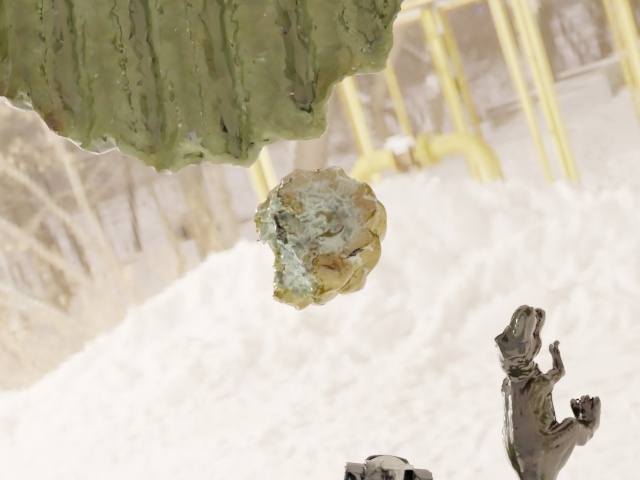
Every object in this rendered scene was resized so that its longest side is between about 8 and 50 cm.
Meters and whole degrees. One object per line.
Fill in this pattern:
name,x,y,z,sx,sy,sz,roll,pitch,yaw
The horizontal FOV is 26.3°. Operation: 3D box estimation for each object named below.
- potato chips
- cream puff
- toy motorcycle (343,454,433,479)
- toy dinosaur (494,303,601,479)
potato chips,-0.126,-0.248,0.924,0.358,0.429,0.070,-13,-8,5
cream puff,0.000,0.001,1.476,0.121,0.156,0.156,-17,6,-32
toy motorcycle,0.052,0.302,1.295,0.102,0.221,0.150,7,11,0
toy dinosaur,0.163,0.159,1.168,0.087,0.187,0.179,-19,5,39
